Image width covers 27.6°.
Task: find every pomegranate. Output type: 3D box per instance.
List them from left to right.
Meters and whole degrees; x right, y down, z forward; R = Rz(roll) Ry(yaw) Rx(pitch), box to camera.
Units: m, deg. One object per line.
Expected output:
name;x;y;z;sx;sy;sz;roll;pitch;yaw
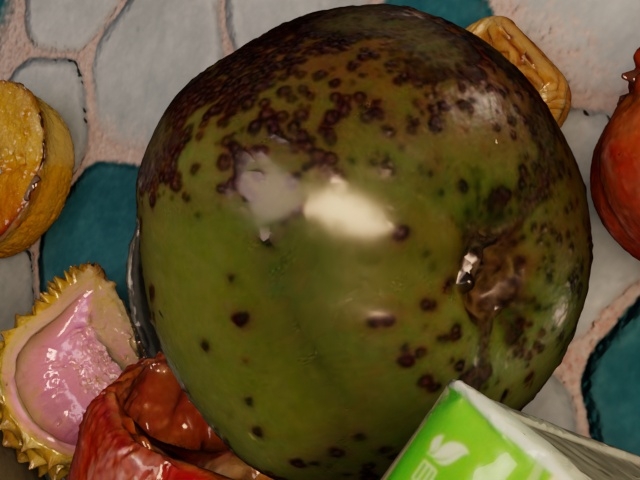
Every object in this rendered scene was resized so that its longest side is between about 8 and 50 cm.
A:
pomegranate;0.000;0.000;0.814;0.341;0.285;0.285;4;81;59

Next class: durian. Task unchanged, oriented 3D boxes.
durian;-0.194;0.123;1.071;0.132;0.165;0.182;-32;96;3

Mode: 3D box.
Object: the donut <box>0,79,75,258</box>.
donut;-0.298;-0.054;1.232;0.146;0.078;0.181;37;97;37

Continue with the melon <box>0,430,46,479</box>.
melon;-0.345;0.242;1.071;0.271;0.272;0.308;-67;21;5

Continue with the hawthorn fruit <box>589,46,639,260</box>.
hawthorn fruit;0.257;-0.045;0.722;0.202;0.185;0.185;34;101;17

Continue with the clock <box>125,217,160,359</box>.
clock;-0.037;0.002;1.018;0.281;0.055;0.280;-11;71;37

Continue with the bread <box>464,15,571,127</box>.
bread;0.127;-0.106;0.922;0.083;0.044;0.110;-50;52;22

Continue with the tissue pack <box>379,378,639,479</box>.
tissue pack;0.087;0.306;0.644;0.205;0.332;0.405;40;99;39

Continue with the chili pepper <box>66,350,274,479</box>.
chili pepper;-0.082;0.240;0.858;0.251;0.229;0.305;23;108;56
